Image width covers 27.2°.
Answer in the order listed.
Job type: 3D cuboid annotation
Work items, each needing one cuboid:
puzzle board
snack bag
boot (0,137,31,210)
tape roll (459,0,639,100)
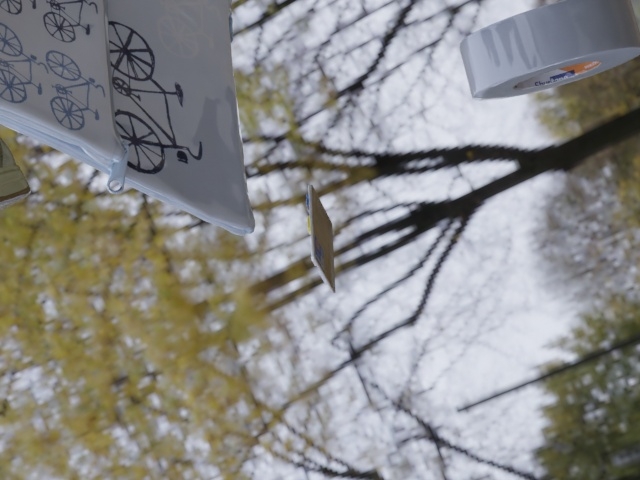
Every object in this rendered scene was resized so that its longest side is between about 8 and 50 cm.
[{"bbox_3d":[0.000,0.000,1.633,0.128,0.011,0.096,60,-155,-65],"label":"puzzle board"},{"bbox_3d":[-0.185,-0.178,1.116,0.342,0.037,0.323,27,-140,-37],"label":"snack bag"},{"bbox_3d":[-0.262,-0.080,0.741,0.165,0.077,0.213,68,-158,0],"label":"boot"},{"bbox_3d":[0.286,-0.239,1.645,0.219,0.219,0.072,-9,-96,-67],"label":"tape roll"}]
